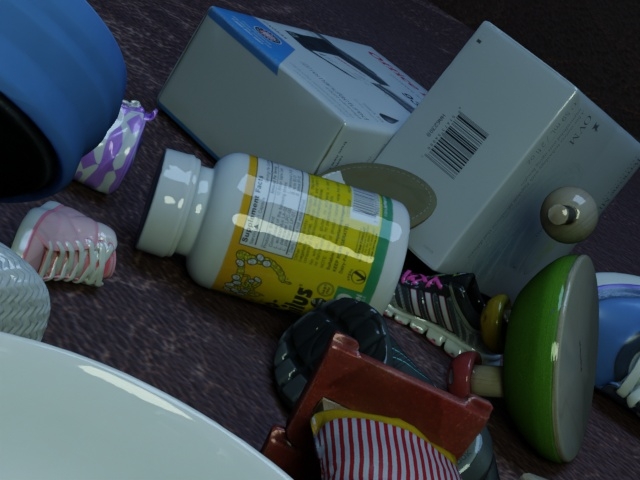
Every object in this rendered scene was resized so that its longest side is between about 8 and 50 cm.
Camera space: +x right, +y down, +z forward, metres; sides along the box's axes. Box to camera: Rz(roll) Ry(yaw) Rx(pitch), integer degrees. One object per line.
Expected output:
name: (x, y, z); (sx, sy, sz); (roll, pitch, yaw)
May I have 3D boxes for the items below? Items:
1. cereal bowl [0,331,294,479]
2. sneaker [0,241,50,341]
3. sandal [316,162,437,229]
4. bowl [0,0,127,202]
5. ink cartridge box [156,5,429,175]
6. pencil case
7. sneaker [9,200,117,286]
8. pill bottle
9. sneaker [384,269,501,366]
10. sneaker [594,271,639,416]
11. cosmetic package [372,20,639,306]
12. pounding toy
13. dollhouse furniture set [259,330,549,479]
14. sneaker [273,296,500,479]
cereal bowl: (-0.123, 0.185, 0.627); (0.339, 0.141, 0.339); (28, 19, -11)
sneaker: (-0.331, -0.002, 0.805); (0.210, 0.137, 0.366); (40, 16, 30)
sandal: (-0.004, -0.005, 1.403); (0.240, 0.079, 0.088); (-18, 61, -37)
bowl: (-0.315, -0.133, 0.930); (0.391, 0.077, 0.391); (18, -17, 6)
ink cartridge box: (0.013, -0.124, 1.630); (0.223, 0.129, 0.307); (42, 21, 29)
pencil case: (-0.244, -0.115, 1.283); (0.206, 0.088, 0.086); (24, 18, -16)
sneaker: (-0.188, 0.009, 1.109); (0.070, 0.051, 0.134); (25, 15, -1)
pill bottle: (-0.041, -0.005, 1.247); (0.208, 0.118, 0.117); (17, 21, -10)
sneaker: (0.111, 0.051, 1.421); (0.170, 0.075, 0.063); (34, 19, 8)
sneaker: (0.384, 0.164, 1.463); (0.322, 0.130, 0.236); (31, 14, -19)
cosmetic package: (0.190, -0.068, 1.551); (0.138, 0.224, 0.224); (43, 10, 30)
pounding toy: (0.176, 0.073, 1.323); (0.110, 0.237, 0.183); (4, 8, 20)
dollhouse furniture set: (0.137, 0.226, 0.899); (0.374, 0.152, 0.201); (25, 20, -18)
sneaker: (0.049, 0.138, 1.126); (0.106, 0.101, 0.267); (55, -6, -36)
